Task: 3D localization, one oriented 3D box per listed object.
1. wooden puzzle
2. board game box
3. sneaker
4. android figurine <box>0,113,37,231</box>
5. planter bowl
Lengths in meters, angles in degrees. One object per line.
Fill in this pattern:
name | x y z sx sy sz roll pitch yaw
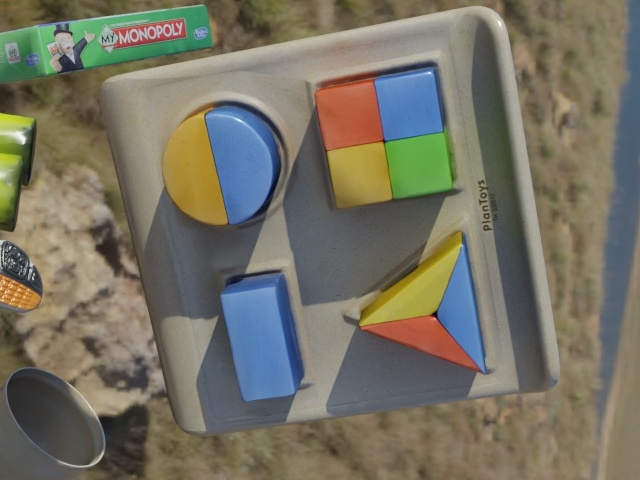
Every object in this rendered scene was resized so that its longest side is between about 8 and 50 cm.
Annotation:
wooden puzzle | 0.000 0.000 0.876 0.080 0.347 0.322 -50 131 -72
board game box | -0.294 -0.183 1.067 0.213 0.317 0.046 -23 108 -51
sneaker | -0.561 0.040 1.697 0.121 0.262 0.099 -46 -165 55
android figurine | -0.299 -0.053 0.588 0.248 0.272 0.056 -117 -145 -66
planter bowl | -0.382 0.264 1.425 0.162 0.109 0.162 42 18 -17
